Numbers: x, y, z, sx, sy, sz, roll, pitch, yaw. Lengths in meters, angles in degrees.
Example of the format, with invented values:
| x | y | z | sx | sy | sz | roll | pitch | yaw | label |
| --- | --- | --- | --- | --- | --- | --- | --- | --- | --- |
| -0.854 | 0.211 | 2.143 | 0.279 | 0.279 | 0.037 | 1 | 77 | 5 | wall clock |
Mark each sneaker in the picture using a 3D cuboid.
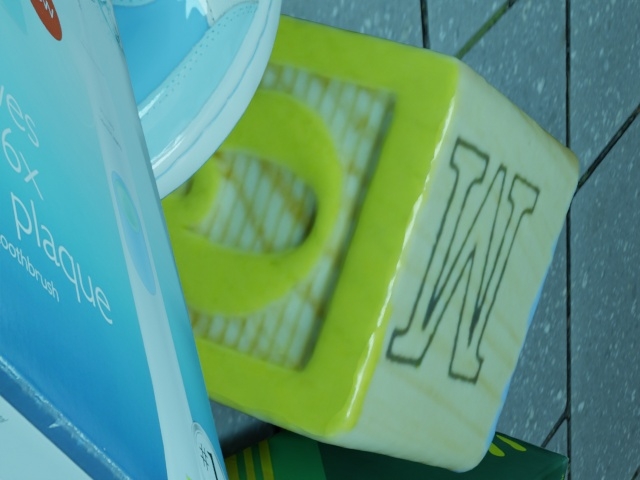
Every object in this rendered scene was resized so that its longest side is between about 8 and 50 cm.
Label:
| x | y | z | sx | sy | sz | roll | pitch | yaw | label |
| --- | --- | --- | --- | --- | --- | --- | --- | --- | --- |
| -0.084 | -0.183 | 0.724 | 0.208 | 0.127 | 0.319 | 57 | 46 | -58 | sneaker |

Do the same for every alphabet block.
| x | y | z | sx | sy | sz | roll | pitch | yaw | label |
| --- | --- | --- | --- | --- | --- | --- | --- | --- | --- |
| 0.000 | 0.000 | 0.912 | 0.197 | 0.192 | 0.193 | 25 | 82 | -64 | alphabet block |

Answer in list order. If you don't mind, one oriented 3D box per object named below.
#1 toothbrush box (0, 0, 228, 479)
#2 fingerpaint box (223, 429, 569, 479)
| x | y | z | sx | sy | sz | roll | pitch | yaw | label |
| --- | --- | --- | --- | --- | --- | --- | --- | --- | --- |
| -0.140 | -0.033 | 0.522 | 0.216 | 0.126 | 0.295 | 57 | 12 | -52 | toothbrush box |
| -0.016 | 0.353 | 1.067 | 0.371 | 0.163 | 0.445 | -14 | 119 | -65 | fingerpaint box |
